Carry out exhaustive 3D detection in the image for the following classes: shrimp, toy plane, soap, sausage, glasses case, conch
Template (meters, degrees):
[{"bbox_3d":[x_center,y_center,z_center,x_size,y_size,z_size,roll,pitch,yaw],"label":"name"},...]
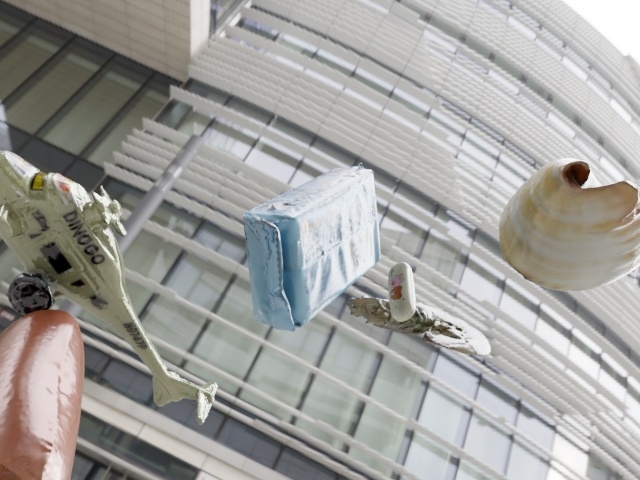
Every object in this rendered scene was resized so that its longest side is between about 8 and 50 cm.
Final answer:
[{"bbox_3d":[0.156,0.130,0.914,0.251,0.052,0.143,10,11,-23],"label":"shrimp"},{"bbox_3d":[-0.190,0.045,0.525,0.108,0.092,0.286,-24,-73,8],"label":"toy plane"},{"bbox_3d":[0.000,0.000,0.783,0.077,0.293,0.156,7,-69,29],"label":"soap"},{"bbox_3d":[-0.205,0.118,0.412,0.077,0.194,0.077,-9,-58,-14],"label":"sausage"},{"bbox_3d":[0.103,0.065,0.758,0.032,0.083,0.021,-30,-47,33],"label":"glasses case"},{"bbox_3d":[0.261,-0.009,0.639,0.158,0.127,0.255,39,8,26],"label":"conch"}]
